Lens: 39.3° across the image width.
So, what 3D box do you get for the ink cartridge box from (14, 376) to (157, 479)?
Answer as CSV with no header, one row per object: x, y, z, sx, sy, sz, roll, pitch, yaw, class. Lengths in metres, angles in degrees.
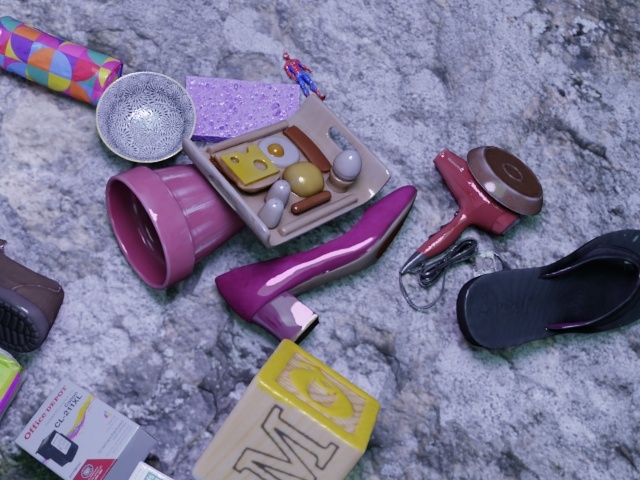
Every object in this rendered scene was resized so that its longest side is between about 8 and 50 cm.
-0.362,0.310,1.382,0.175,0.072,0.127,24,69,28,ink cartridge box

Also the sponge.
-0.144,-0.234,1.632,0.210,0.031,0.117,4,73,-7,sponge

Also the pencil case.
-0.464,-0.312,1.580,0.236,0.104,0.104,22,72,-3,pencil case

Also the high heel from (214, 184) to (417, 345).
0.000,0.000,1.540,0.181,0.127,0.377,40,68,12,high heel

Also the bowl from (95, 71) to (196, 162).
-0.304,-0.203,1.575,0.170,0.080,0.170,2,75,-8,bowl

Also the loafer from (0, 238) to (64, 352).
-0.576,0.049,1.459,0.366,0.134,0.130,33,35,4,loafer

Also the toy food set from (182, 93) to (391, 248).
-0.051,-0.130,1.481,0.306,0.092,0.220,-26,66,-42,toy food set

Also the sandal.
0.451,0.093,1.553,0.446,0.107,0.167,-16,91,-20,sandal

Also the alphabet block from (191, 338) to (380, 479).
-0.048,0.301,1.367,0.193,0.192,0.197,34,107,1,alphabet block

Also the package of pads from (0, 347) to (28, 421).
-0.636,0.224,1.393,0.297,0.101,0.229,26,72,0,package of pads

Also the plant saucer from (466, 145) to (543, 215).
0.338,-0.115,1.612,0.168,0.029,0.168,24,37,-19,plant saucer

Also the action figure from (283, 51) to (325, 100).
-0.035,-0.305,1.671,0.038,0.030,0.115,-34,79,-11,action figure

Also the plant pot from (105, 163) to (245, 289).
-0.230,-0.043,1.490,0.180,0.201,0.201,-26,78,-29,plant pot

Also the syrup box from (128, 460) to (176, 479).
-0.247,0.391,1.325,0.096,0.237,0.093,29,73,1,syrup box

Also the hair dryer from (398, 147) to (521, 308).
0.250,-0.028,1.598,0.224,0.080,0.293,-1,74,-9,hair dryer
